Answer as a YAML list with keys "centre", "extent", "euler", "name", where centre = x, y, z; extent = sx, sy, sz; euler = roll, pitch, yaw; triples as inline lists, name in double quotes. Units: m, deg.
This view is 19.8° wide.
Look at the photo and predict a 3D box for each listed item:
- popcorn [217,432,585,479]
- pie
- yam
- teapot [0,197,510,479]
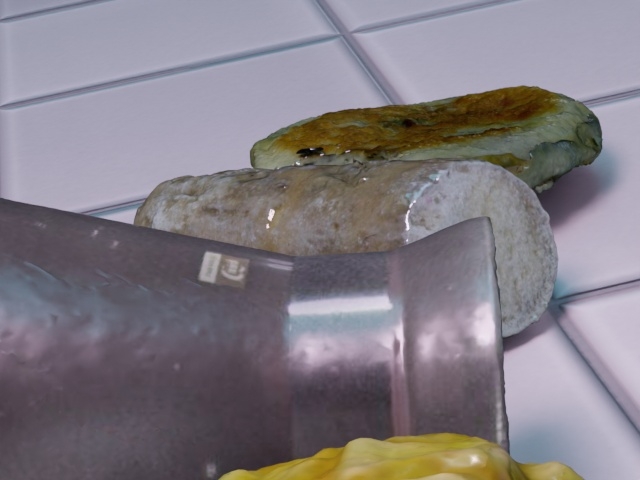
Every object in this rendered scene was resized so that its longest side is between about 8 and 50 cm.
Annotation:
- centre: [0.019, 0.202, 0.671]
  extent: [0.282, 0.282, 0.247]
  euler: [-3, 25, 18]
  name: "popcorn"
- centre: [0.086, -0.070, 1.502]
  extent: [0.302, 0.067, 0.302]
  euler: [-7, 14, 2]
  name: "pie"
- centre: [0.000, 0.000, 1.328]
  extent: [0.330, 0.133, 0.133]
  euler: [5, 26, 38]
  name: "yam"
- centre: [-0.073, 0.106, 0.978]
  extent: [0.344, 0.253, 0.300]
  euler: [-4, 41, 4]
  name: "teapot"
